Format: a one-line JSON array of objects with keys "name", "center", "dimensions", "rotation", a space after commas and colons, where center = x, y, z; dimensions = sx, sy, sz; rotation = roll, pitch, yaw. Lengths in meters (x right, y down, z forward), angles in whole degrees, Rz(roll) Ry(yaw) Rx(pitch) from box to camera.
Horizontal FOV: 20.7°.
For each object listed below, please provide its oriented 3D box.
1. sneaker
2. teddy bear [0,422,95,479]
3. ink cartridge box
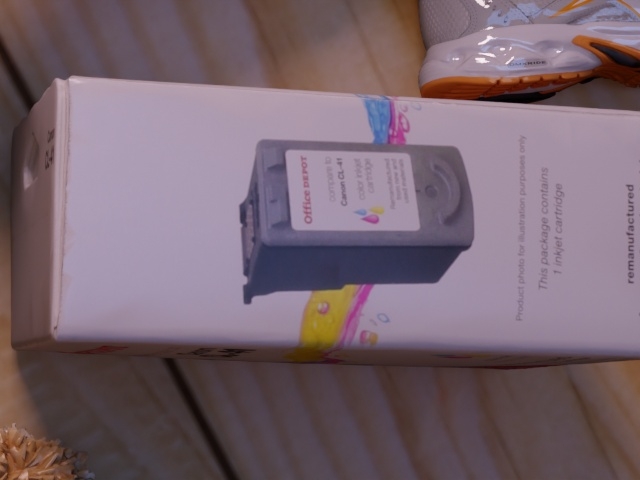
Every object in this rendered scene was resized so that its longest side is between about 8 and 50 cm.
[{"name": "sneaker", "center": [0.179, -0.154, 1.053], "dimensions": [0.263, 0.099, 0.121], "rotation": [-8, 84, -18]}, {"name": "teddy bear", "center": [-0.200, 0.259, 0.908], "dimensions": [0.338, 0.113, 0.245], "rotation": [-35, 94, -15]}, {"name": "ink cartridge box", "center": [0.000, 0.000, 0.922], "dimensions": [0.306, 0.226, 0.131], "rotation": [2, 85, -15]}]
